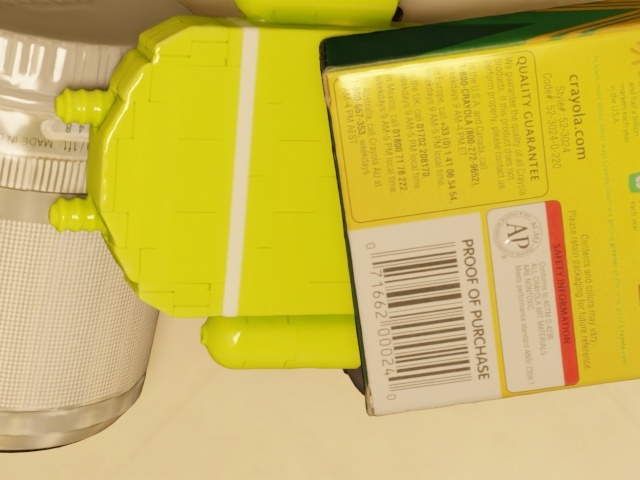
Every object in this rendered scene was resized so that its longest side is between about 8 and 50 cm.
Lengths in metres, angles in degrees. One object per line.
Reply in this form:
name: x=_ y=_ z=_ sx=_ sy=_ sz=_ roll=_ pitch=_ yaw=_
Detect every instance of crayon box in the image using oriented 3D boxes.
crayon box: x=0.169 y=-0.027 z=1.087 sx=0.318 sy=0.081 sz=0.202 roll=-7 pitch=108 yaw=2

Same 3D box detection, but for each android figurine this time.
android figurine: x=-0.018 y=-0.042 z=1.137 sx=0.273 sy=0.056 sz=0.248 roll=-2 pitch=106 yaw=-17

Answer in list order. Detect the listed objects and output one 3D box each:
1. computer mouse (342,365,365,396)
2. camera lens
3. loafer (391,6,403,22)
computer mouse: x=0.000 y=0.000 z=1.251 sx=0.071 sy=0.041 sz=0.242 roll=-33 pitch=88 yaw=29
camera lens: x=-0.196 y=-0.023 z=1.234 sx=0.219 sy=0.219 sz=0.274 roll=21 pitch=112 yaw=19
loafer: x=-0.008 y=-0.059 z=1.210 sx=0.078 sy=0.080 sz=0.220 roll=29 pitch=99 yaw=-17
